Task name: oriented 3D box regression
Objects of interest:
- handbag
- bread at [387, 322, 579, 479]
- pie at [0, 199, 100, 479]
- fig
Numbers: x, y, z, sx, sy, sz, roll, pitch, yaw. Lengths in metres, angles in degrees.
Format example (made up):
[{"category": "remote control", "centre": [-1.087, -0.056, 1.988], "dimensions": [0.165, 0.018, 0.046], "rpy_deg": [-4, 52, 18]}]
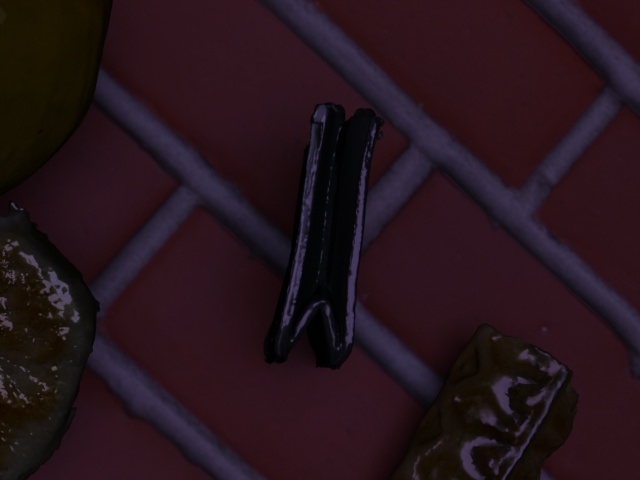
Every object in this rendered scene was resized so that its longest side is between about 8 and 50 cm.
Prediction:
[{"category": "handbag", "centre": [0.002, 0.001, 1.462], "dimensions": [0.079, 0.247, 0.260], "rpy_deg": [9, 84, -3]}, {"category": "bread", "centre": [0.164, 0.236, 1.534], "dimensions": [0.152, 0.130, 0.268], "rpy_deg": [33, 81, -11]}, {"category": "pie", "centre": [-0.380, 0.115, 1.357], "dimensions": [0.371, 0.078, 0.296], "rpy_deg": [-7, 100, 9]}, {"category": "fig", "centre": [-0.366, -0.182, 1.374], "dimensions": [0.343, 0.343, 0.343], "rpy_deg": [1, 85, -11]}]
